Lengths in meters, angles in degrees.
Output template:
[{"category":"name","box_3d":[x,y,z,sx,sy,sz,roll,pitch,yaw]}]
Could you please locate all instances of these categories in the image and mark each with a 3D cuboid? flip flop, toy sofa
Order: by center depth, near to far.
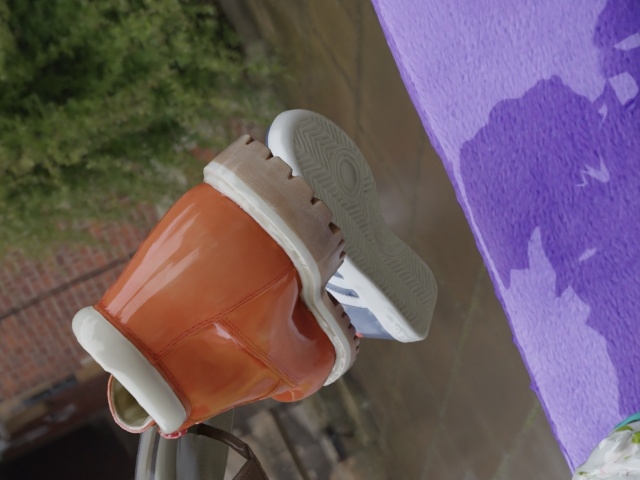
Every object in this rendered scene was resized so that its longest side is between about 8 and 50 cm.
[{"category":"toy sofa","box_3d":[0.111,-0.030,0.390,0.177,0.150,0.362,-23,-89,-64]},{"category":"flip flop","box_3d":[-0.056,0.186,0.630,0.112,0.080,0.277,73,-168,-52]}]

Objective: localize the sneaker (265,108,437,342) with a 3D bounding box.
[{"category":"sneaker","box_3d":[0.000,0.000,1.267,0.148,0.131,0.350,-5,135,32]}]

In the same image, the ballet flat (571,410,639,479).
[{"category":"ballet flat","box_3d":[0.089,0.158,0.342,0.077,0.091,0.240,-93,5,-57]}]

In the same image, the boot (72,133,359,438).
[{"category":"boot","box_3d":[-0.035,0.033,0.374,0.059,0.084,0.158,39,166,20]}]
